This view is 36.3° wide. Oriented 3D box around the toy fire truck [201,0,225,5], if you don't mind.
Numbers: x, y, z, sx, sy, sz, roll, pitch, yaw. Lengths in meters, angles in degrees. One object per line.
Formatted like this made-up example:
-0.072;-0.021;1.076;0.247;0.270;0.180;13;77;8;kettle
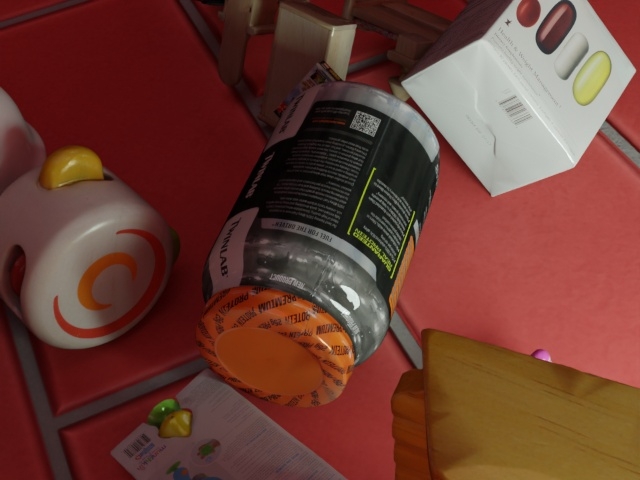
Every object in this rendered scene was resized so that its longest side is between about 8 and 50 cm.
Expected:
-0.069;-0.434;1.471;0.246;0.159;0.217;5;9;4;toy fire truck

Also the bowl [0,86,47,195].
-0.476;-0.125;1.122;0.297;0.134;0.298;2;44;-2;bowl

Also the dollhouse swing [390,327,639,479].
0.153;0.314;0.679;0.315;0.347;0.305;15;52;19;dollhouse swing

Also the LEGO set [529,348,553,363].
0.268;0.211;0.921;0.132;0.107;0.287;-36;54;-24;LEGO set

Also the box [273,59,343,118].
0.017;-0.149;1.251;0.137;0.094;0.027;48;32;1;box

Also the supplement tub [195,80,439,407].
0.000;0.000;1.079;0.207;0.207;0.338;10;49;16;supplement tub

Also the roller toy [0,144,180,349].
-0.280;0.011;1.107;0.191;0.209;0.146;-47;56;-8;roller toy

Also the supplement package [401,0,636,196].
0.250;-0.204;1.216;0.149;0.194;0.203;-20;26;53;supplement package

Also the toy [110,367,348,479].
-0.088;0.239;0.974;0.137;0.056;0.237;-40;50;-22;toy

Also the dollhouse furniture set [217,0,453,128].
0.075;-0.263;1.418;0.303;0.174;0.355;33;34;33;dollhouse furniture set
